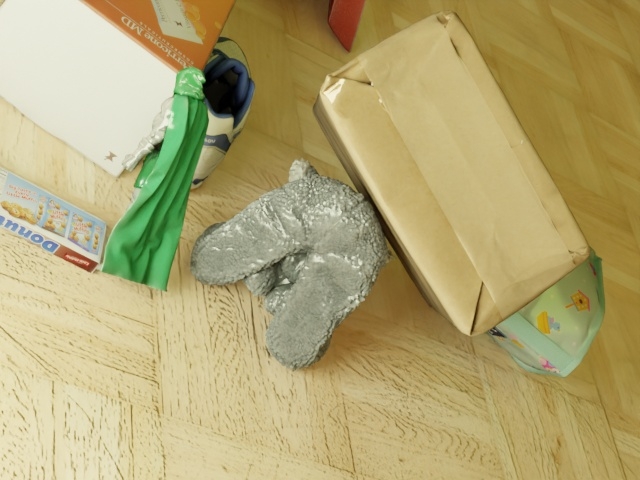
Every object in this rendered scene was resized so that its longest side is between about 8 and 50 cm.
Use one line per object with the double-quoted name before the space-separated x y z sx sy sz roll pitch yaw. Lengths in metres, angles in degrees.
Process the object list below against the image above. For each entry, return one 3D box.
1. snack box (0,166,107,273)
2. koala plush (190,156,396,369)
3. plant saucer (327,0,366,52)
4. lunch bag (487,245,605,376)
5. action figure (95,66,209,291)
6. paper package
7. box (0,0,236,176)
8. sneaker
"snack box" -0.302 -0.032 1.349 0.178 0.022 0.064 29 36 -24
"koala plush" 0.000 0.000 1.523 0.196 0.203 0.221 47 21 0
"plant saucer" 0.059 -0.463 2.025 0.048 0.259 0.258 12 41 -7
"lunch bag" 0.258 0.052 1.764 0.223 0.160 0.262 41 28 -9
"action figure" -0.165 -0.070 1.370 0.064 0.232 0.137 18 -4 19
"paper package" 0.133 -0.072 1.466 0.309 0.168 0.325 60 -1 -3
"box" -0.236 -0.274 1.546 0.215 0.168 0.345 36 35 -16
"sneaker" -0.119 -0.179 1.612 0.112 0.131 0.296 33 34 -17
